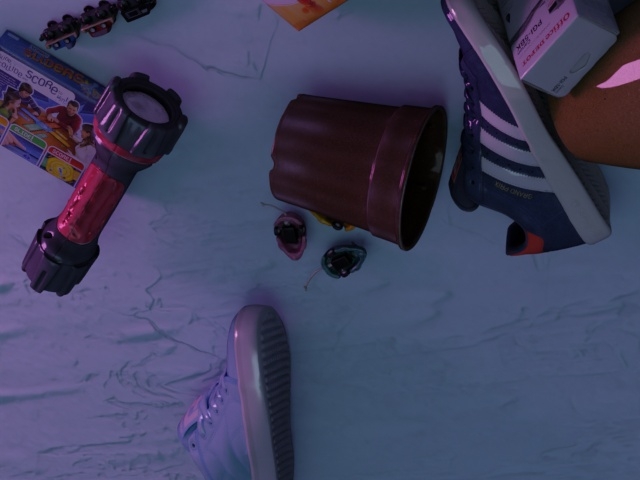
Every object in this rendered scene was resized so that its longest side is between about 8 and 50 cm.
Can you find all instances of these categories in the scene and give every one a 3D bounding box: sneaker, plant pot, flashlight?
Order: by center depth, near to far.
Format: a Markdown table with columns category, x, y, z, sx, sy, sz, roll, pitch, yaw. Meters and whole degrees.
| category | x | y | z | sx | sy | sz | roll | pitch | yaw |
| --- | --- | --- | --- | --- | --- | --- | --- | --- | --- |
| plant pot | 0.368 | -0.160 | 1.676 | 0.254 | 0.237 | 0.237 | -15 | 121 | 40 |
| sneaker | 0.187 | -0.117 | 1.800 | 0.148 | 0.131 | 0.350 | -20 | 118 | 23 |
| plant pot | 0.040 | -0.089 | 1.856 | 0.165 | 0.167 | 0.167 | 15 | 128 | 16 |
| flashlight | -0.264 | -0.056 | 1.944 | 0.103 | 0.103 | 0.304 | 8 | 132 | -36 |
| sneaker | -0.119 | 0.234 | 2.146 | 0.150 | 0.135 | 0.365 | 5 | 126 | 9 |

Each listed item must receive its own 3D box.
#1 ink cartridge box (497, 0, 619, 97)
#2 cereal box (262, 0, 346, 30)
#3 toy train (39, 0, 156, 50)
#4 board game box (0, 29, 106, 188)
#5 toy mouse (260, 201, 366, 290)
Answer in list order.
| category | x | y | z | sx | sy | sz | roll | pitch | yaw |
| --- | --- | --- | --- | --- | --- | --- | --- | --- | --- |
| ink cartridge box | 0.239 | -0.229 | 1.683 | 0.056 | 0.135 | 0.099 | 20 | 129 | -27 |
| cereal box | -0.074 | -0.326 | 1.724 | 0.240 | 0.047 | 0.173 | 38 | 163 | -13 |
| toy train | -0.255 | -0.253 | 1.899 | 0.158 | 0.027 | 0.036 | -17 | 130 | 26 |
| board game box | -0.319 | -0.147 | 1.987 | 0.201 | 0.035 | 0.136 | 31 | 128 | -7 |
| toy mouse | 0.000 | 0.000 | 2.004 | 0.161 | 0.031 | 0.143 | 16 | 128 | 5 |
